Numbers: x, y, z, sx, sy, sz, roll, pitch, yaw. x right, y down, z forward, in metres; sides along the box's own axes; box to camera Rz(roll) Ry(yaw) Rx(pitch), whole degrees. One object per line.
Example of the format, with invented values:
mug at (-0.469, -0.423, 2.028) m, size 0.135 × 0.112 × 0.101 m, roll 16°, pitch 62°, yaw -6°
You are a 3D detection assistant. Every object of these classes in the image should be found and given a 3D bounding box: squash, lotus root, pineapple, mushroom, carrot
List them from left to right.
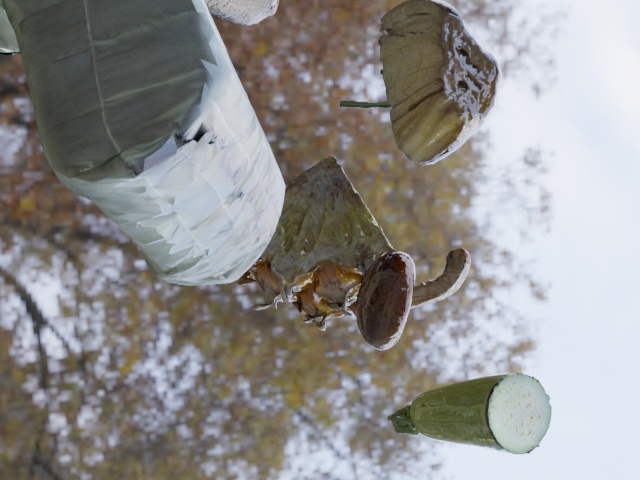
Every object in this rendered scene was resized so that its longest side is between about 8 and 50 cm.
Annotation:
carrot at (-0.121, -0.314, 1.776) m, size 0.082 × 0.173 × 0.082 m, roll -8°, pitch -103°, yaw 35°
pineapple at (0.000, 0.000, 1.665) m, size 0.236 × 0.186 × 0.114 m, roll 15°, pitch -27°, yaw 19°
mushroom at (0.081, 0.042, 1.377) m, size 0.073 × 0.129 × 0.088 m, roll 48°, pitch -11°, yaw 8°
lotus root at (0.122, -0.157, 1.397) m, size 0.135 × 0.095 × 0.159 m, roll 163°, pitch -79°, yaw -67°
squash at (0.158, 0.205, 1.694) m, size 0.224 × 0.094 × 0.094 m, roll -11°, pitch -96°, yaw 51°

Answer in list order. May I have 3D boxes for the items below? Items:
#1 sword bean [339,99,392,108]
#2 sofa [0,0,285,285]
sword bean at (0.065, -0.163, 1.740) m, size 0.012 × 0.083 × 0.012 m, roll 0°, pitch 90°, yaw -90°
sofa at (-0.136, -0.082, 0.655) m, size 0.210 × 0.176 × 0.225 m, roll 69°, pitch -3°, yaw -76°
